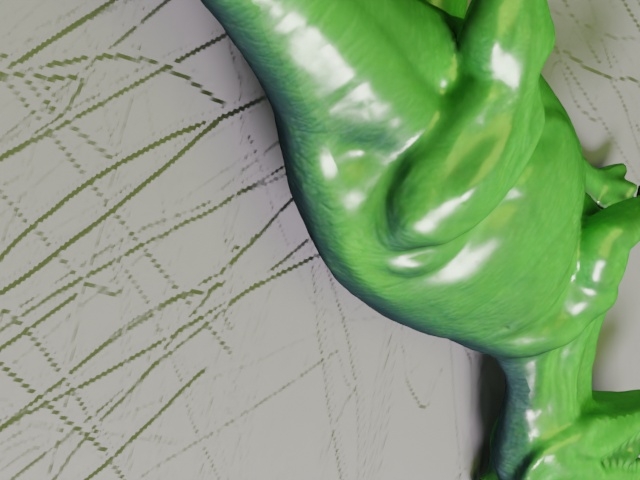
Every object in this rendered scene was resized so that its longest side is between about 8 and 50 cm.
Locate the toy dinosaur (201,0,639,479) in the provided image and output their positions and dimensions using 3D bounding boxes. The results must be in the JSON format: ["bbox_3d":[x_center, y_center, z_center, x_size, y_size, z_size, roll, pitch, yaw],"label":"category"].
[{"bbox_3d":[0.000,0.000,0.796,0.500,0.144,0.374,-7,118,-33],"label":"toy dinosaur"}]
